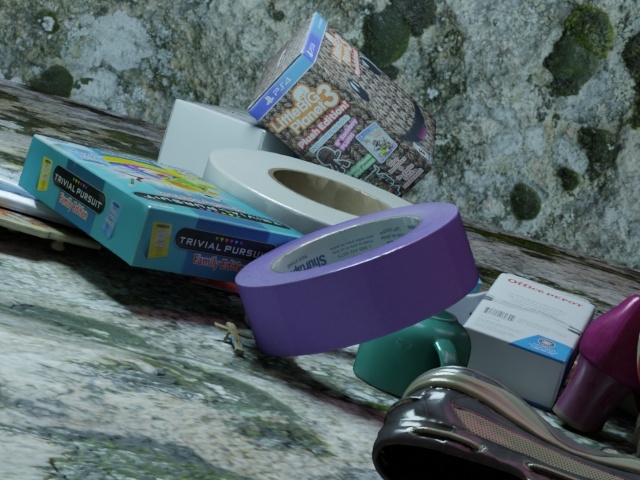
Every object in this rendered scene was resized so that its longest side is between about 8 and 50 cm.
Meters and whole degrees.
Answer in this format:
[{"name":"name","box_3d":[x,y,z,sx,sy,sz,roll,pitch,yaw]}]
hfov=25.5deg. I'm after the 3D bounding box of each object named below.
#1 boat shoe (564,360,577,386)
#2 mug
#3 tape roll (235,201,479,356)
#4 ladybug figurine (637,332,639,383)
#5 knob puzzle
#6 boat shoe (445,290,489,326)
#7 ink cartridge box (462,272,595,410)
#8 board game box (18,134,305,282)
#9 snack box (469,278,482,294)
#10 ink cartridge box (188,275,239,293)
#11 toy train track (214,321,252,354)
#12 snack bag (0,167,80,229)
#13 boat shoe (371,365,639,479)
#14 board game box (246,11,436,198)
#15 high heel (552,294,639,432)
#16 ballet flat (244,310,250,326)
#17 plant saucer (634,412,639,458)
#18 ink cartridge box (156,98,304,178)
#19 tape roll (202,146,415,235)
[{"name":"boat shoe","box_3d":[0.323,0.165,1.977,0.170,0.059,0.063,15,8,-11]},{"name":"mug","box_3d":[0.124,0.131,1.669,0.158,0.097,0.129,22,9,32]},{"name":"tape roll","box_3d":[0.042,0.042,1.654,0.275,0.090,0.275,-18,10,3]},{"name":"ladybug figurine","box_3d":[0.482,0.197,1.516,0.305,0.162,0.449,39,10,-28]},{"name":"knob puzzle","box_3d":[-0.407,-0.022,1.828,0.213,0.030,0.213,18,3,-1]},{"name":"boat shoe","box_3d":[0.168,0.108,1.963,0.088,0.096,0.267,-12,-4,36]},{"name":"ink cartridge box","box_3d":[0.270,0.129,1.861,0.140,0.082,0.191,19,25,15]},{"name":"board game box","box_3d":[-0.206,-0.037,1.846,0.254,0.079,0.336,11,11,-39]},{"name":"snack box","box_3d":[0.098,0.004,2.357,0.322,0.060,0.187,16,27,-27]},{"name":"ink cartridge box","box_3d":[-0.065,0.035,2.050,0.261,0.066,0.296,16,8,-12]},{"name":"toy train track","box_3d":[-0.101,0.116,1.629,0.048,0.014,0.083,22,12,-17]},{"name":"snack bag","box_3d":[-0.413,-0.067,2.007,0.323,0.037,0.342,18,3,-12]},{"name":"boat shoe","box_3d":[0.193,0.235,1.138,0.355,0.132,0.130,26,37,26]},{"name":"board game box","box_3d":[0.042,-0.211,2.381,0.291,0.141,0.232,40,23,-13]},{"name":"high heel","box_3d":[0.423,0.143,1.842,0.127,0.181,0.377,35,16,17]},{"name":"ballet flat","box_3d":[-0.050,0.094,1.811,0.057,0.049,0.173,44,22,14]},{"name":"plant saucer","box_3d":[0.364,0.243,1.165,0.278,0.041,0.278,42,-15,14]},{"name":"ink cartridge box","box_3d":[-0.128,-0.117,2.455,0.198,0.197,0.270,22,10,28]},{"name":"tape roll","box_3d":[0.009,-0.038,2.093,0.392,0.072,0.392,19,14,-5]}]
